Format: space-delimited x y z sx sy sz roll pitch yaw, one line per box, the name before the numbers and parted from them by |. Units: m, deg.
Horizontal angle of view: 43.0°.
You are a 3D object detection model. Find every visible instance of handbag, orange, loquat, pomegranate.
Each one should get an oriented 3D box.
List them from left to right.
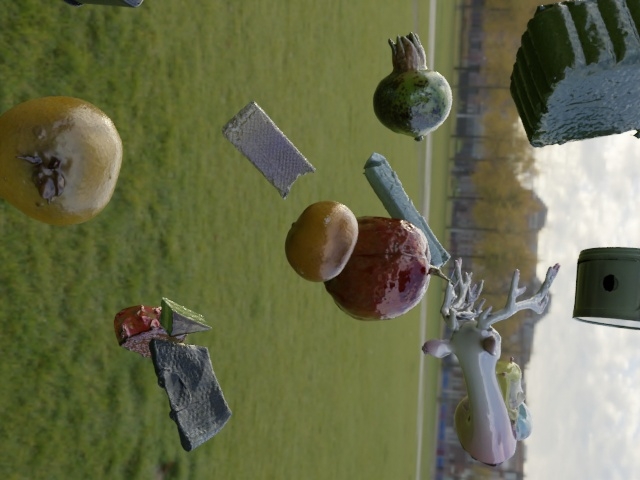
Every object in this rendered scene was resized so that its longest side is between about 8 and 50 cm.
loquat | -0.535 -0.157 1.646 0.275 0.274 0.275 3 90 -81
handbag | -0.310 0.351 1.898 0.175 0.088 0.270 10 54 -65
orange | 0.000 0.000 1.507 0.156 0.124 0.156 -157 -90 -85
pomegranate | 0.260 -0.425 2.272 0.204 0.221 0.277 28 62 -60

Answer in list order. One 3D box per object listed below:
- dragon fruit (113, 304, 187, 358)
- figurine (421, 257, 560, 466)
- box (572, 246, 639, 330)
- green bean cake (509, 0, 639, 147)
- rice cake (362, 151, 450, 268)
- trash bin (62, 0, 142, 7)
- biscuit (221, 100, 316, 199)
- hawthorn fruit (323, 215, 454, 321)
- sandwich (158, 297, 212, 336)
dragon fruit | -0.503 0.253 2.360 0.163 0.189 0.262 -56 160 -4
figurine | 0.306 0.196 1.497 0.284 0.206 0.316 -43 132 -44
box | 0.654 0.106 1.716 0.226 0.226 0.149 47 50 -77
green bean cake | 0.457 -0.281 1.338 0.247 0.249 0.156 81 -2 -66
rice cake | 0.208 -0.072 2.046 0.336 0.063 0.066 58 -30 11
trash bin | -0.548 -0.672 1.952 0.182 0.290 0.210 29 79 -61
biscuit | -0.122 -0.210 1.906 0.239 0.108 0.062 46 5 -32
hawthorn fruit | 0.130 0.059 1.860 0.258 0.261 0.258 44 27 -29
sandwich | -0.317 0.174 1.936 0.074 0.116 0.074 39 -53 45
